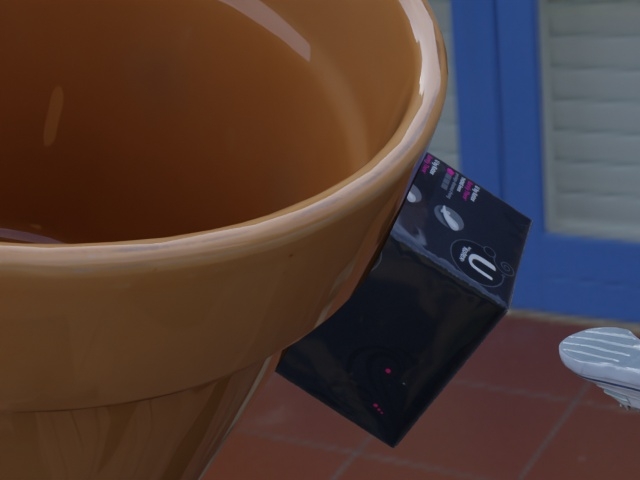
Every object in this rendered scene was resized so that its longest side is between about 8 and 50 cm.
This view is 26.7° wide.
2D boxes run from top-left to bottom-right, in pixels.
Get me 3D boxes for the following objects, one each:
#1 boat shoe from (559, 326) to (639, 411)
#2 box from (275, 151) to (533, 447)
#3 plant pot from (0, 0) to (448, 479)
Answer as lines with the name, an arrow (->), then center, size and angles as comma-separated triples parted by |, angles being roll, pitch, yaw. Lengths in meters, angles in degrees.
boat shoe -> 0.343, 0.156, 1.493 | 0.083, 0.076, 0.226 | -25, 15, -16
box -> 0.000, 0.000, 1.027 | 0.270, 0.165, 0.143 | 32, 32, -3
plant pot -> -0.120, -0.013, 0.490 | 0.291, 0.203, 0.291 | 10, 39, -8
